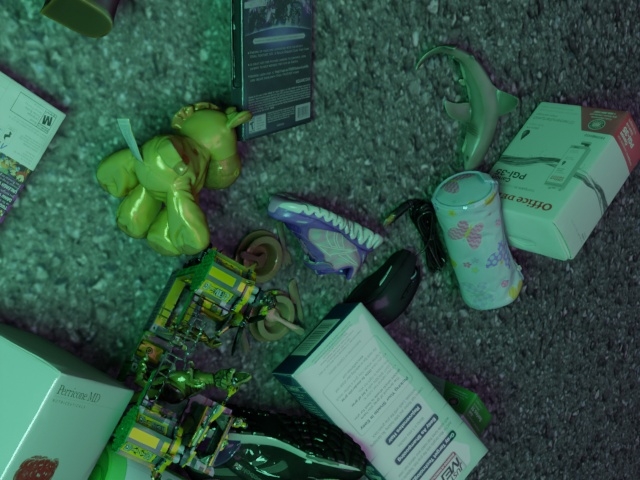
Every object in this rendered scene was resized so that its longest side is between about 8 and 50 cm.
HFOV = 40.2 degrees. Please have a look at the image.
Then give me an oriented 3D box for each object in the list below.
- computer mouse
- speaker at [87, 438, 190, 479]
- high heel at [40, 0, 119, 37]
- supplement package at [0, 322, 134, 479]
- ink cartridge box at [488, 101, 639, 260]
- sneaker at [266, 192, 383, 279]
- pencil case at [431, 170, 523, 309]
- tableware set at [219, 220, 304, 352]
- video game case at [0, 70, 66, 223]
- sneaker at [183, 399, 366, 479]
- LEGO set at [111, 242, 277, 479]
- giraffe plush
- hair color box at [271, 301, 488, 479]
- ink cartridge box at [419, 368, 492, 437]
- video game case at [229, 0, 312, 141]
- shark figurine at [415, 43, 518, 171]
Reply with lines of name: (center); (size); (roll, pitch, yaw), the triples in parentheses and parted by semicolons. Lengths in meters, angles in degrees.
computer mouse: (0.135, 0.046, 1.547); (0.262, 0.060, 0.184); (-37, 126, -28)
speaker: (-0.240, 0.390, 1.267); (0.296, 0.131, 0.131); (44, 73, -41)
high heel: (-0.364, -0.387, 0.951); (0.377, 0.127, 0.181); (34, 51, -39)
supplement package: (-0.389, 0.258, 1.021); (0.293, 0.175, 0.177); (-63, 158, -7)
ink cartridge box: (0.452, -0.120, 1.679); (0.283, 0.207, 0.117); (-52, 130, -18)
sneaker: (0.000, 0.000, 1.392); (0.236, 0.095, 0.104); (25, 94, -45)
pencil case: (0.295, 0.004, 1.627); (0.113, 0.124, 0.273); (-86, 157, -52)
tableware set: (-0.081, 0.077, 1.373); (0.128, 0.039, 0.194); (-29, 122, -33)
video game case: (-0.435, -0.116, 0.985); (0.232, 0.042, 0.210); (35, 79, -43)
sneaker: (-0.073, 0.339, 1.351); (0.107, 0.283, 0.124); (-70, 173, -72)
LEGO set: (-0.146, 0.184, 1.180); (0.192, 0.255, 0.331); (30, 65, -19)
giraffe plush: (-0.175, -0.104, 1.150); (0.170, 0.181, 0.210); (-42, 146, -39)
hair color box: (0.101, 0.286, 1.463); (0.174, 0.105, 0.347); (-45, 101, -20)
ink cartridge box: (0.195, 0.365, 1.640); (0.208, 0.153, 0.087); (-51, 130, -19)
video game case: (-0.065, -0.290, 1.234); (0.196, 0.026, 0.274); (-29, 123, -58)
shark figurine: (0.290, -0.267, 1.554); (0.166, 0.116, 0.278); (-47, 132, -23)
